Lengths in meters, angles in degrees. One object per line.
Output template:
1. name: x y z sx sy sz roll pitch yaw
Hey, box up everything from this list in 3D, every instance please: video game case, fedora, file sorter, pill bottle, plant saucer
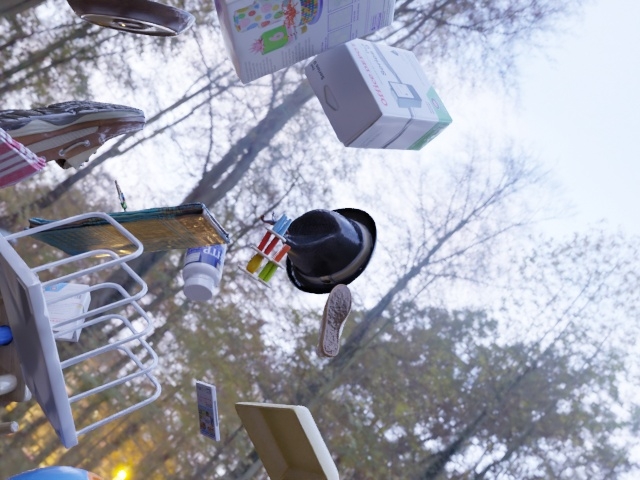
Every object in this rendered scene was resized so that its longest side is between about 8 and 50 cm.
1. video game case: -0.255 0.384 1.517 0.087 0.011 0.121 -4 -89 56
2. fedora: 0.000 0.000 2.008 0.334 0.334 0.152 18 -18 45
3. file sorter: -0.361 0.124 1.020 0.193 0.173 0.277 31 -50 45
4. pill bottle: -0.338 0.078 1.939 0.112 0.186 0.112 2 -40 2
5. plant saucer: -0.090 0.638 2.106 0.333 0.081 0.332 -12 -75 50
6. plant saucer: -0.465 -0.549 1.650 0.311 0.311 0.050 14 -81 47

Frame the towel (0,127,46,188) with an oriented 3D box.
1. towel: -0.565 -0.161 1.093 0.144 0.029 0.197 -15 -44 30

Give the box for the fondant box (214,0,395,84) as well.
1. fondant box: -0.023 -0.442 1.228 0.096 0.331 0.238 62 -9 18

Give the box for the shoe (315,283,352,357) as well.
1. shoe: 0.031 0.222 1.854 0.077 0.218 0.058 25 -29 -15

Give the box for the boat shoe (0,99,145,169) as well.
1. boat shoe: -0.497 -0.200 1.305 0.123 0.324 0.119 23 -60 42

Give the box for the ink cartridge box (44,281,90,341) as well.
1. ink cartridge box: -0.651 0.191 1.685 0.105 0.181 0.061 6 -48 -7

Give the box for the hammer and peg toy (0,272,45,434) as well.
1. hammer and peg toy: -0.674 0.237 1.326 0.266 0.361 0.127 1 -3 13

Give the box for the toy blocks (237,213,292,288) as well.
1. toy blocks: -0.099 0.020 1.434 0.054 0.148 0.123 34 -3 26

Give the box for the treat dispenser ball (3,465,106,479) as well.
1. treat dispenser ball: -0.395 0.475 0.965 0.288 0.288 0.288 35 -31 25

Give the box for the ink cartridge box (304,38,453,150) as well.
1. ink cartridge box: 0.132 -0.314 1.471 0.122 0.289 0.211 -38 -108 36

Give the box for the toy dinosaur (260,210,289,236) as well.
1. toy dinosaur: -0.136 -0.054 1.971 0.082 0.090 0.047 -9 -26 9

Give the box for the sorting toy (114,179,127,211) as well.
1. sorting toy: -0.435 -0.088 1.483 0.062 0.012 0.083 86 -19 -47

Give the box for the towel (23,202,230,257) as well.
1. towel: -0.406 -0.018 1.473 0.271 0.371 0.040 74 11 -76
